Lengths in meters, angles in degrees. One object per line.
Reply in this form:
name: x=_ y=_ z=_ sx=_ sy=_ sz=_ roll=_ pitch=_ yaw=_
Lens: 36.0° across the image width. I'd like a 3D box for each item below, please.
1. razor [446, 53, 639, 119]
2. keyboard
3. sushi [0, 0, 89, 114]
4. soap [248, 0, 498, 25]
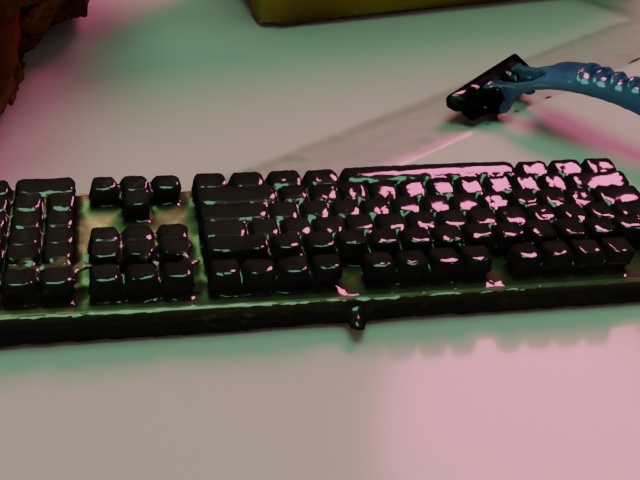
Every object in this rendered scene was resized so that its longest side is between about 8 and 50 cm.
razor: x=0.191 y=-0.051 z=0.500 sx=0.253 sy=0.042 sz=0.082 roll=27 pitch=40 yaw=28
keyboard: x=0.000 y=0.000 z=0.418 sx=0.316 sy=0.027 sz=0.106 roll=-3 pitch=35 yaw=-12
sushi: x=-0.201 y=-0.177 z=0.532 sx=0.181 sy=0.196 sz=0.343 roll=21 pitch=40 yaw=-8
soap: x=0.090 y=-0.265 z=0.655 sx=0.324 sy=0.204 sz=0.096 roll=-12 pitch=39 yaw=-19
